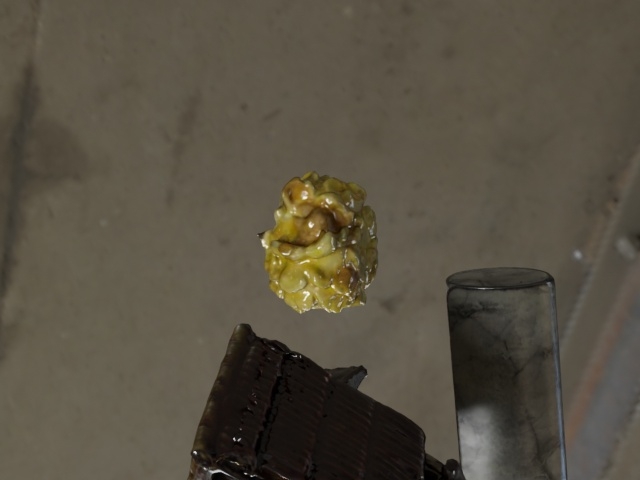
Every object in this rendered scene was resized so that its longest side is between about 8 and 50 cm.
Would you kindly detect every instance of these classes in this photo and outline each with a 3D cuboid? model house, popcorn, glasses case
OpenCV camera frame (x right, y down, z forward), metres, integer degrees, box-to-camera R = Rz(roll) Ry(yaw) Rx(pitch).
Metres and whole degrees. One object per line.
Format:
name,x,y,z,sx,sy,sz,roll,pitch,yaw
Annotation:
model house,0.006,0.192,1.520,0.297,0.317,0.282,-22,114,26
popcorn,0.000,0.000,0.963,0.057,0.082,0.083,-2,125,28
glasses case,0.197,0.175,1.768,0.114,0.060,0.299,-2,110,14
